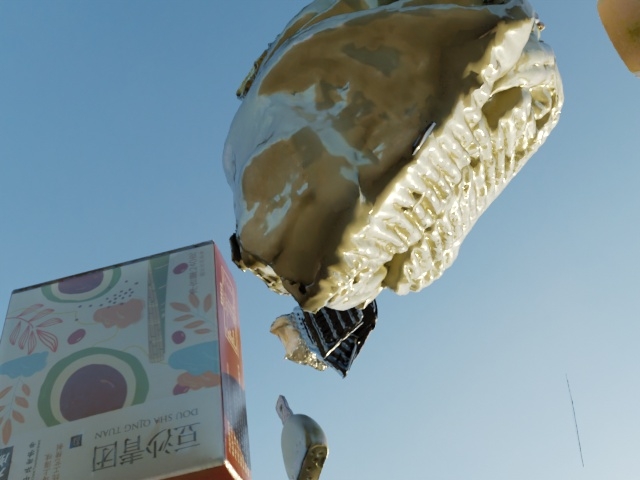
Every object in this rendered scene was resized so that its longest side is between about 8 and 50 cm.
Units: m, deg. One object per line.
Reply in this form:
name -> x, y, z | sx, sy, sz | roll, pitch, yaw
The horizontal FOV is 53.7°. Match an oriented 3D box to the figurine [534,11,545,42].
figurine -> 0.409, -0.451, 1.350 | 0.236, 0.155, 0.127 | -10, -71, -24

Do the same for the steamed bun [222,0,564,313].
steamed bun -> 0.045, -0.113, 0.609 | 0.237, 0.394, 0.346 | 38, -40, 26

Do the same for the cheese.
cheese -> -0.040, 0.292, 0.963 | 0.038, 0.192, 0.097 | 14, -79, -22

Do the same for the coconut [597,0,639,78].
coconut -> 0.286, -0.186, 0.451 | 0.147, 0.153, 0.147 | 0, -90, -6

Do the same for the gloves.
gloves -> -0.020, 0.193, 1.218 | 0.070, 0.114, 0.153 | -44, -34, 15

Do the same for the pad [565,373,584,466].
pad -> 0.432, 0.302, 1.076 | 0.003, 0.157, 0.112 | -10, -86, 18

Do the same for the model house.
model house -> 0.025, 0.127, 0.932 | 0.106, 0.152, 0.165 | -23, -82, 18

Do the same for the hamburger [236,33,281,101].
hamburger -> -0.020, -0.279, 1.150 | 0.168, 0.288, 0.192 | 33, -86, 24

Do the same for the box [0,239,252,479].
box -> -0.295, 0.209, 0.931 | 0.345, 0.385, 0.122 | -14, -44, 2
